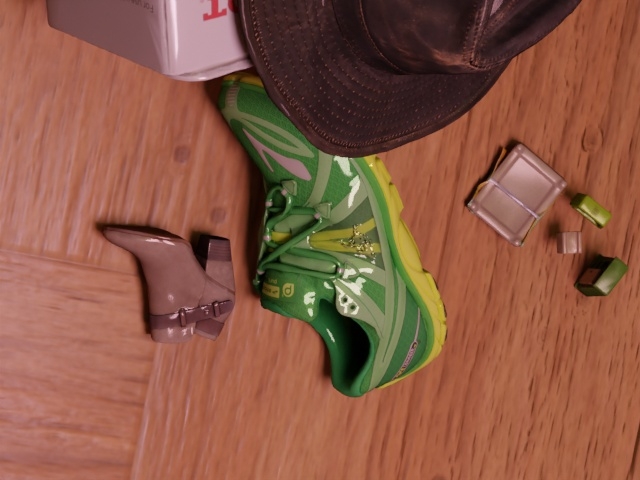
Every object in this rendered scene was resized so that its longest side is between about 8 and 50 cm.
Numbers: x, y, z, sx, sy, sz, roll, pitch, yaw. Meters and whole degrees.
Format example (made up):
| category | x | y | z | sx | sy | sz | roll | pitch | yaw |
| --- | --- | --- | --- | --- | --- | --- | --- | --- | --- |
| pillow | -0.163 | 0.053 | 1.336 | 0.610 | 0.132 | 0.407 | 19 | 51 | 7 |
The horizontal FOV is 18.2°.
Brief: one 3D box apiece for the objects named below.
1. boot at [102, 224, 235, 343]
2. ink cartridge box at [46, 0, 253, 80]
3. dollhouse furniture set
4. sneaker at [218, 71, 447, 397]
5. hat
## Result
| category | x | y | z | sx | sy | sz | roll | pitch | yaw |
| --- | --- | --- | --- | --- | --- | --- | --- | --- | --- |
| boot | -0.119 | 0.036 | 1.545 | 0.118 | 0.042 | 0.087 | 8 | 100 | -23 |
| ink cartridge box | -0.048 | -0.342 | 1.391 | 0.285 | 0.166 | 0.395 | -20 | 120 | -36 |
| dollhouse furniture set | 0.196 | -0.015 | 1.727 | 0.151 | 0.058 | 0.076 | 39 | 84 | -8 |
| sneaker | 0.000 | 0.000 | 1.566 | 0.123 | 0.109 | 0.296 | -40 | 114 | -24 |
| hat | 0.106 | -0.197 | 1.389 | 0.331 | 0.134 | 0.331 | -22 | 123 | -38 |
